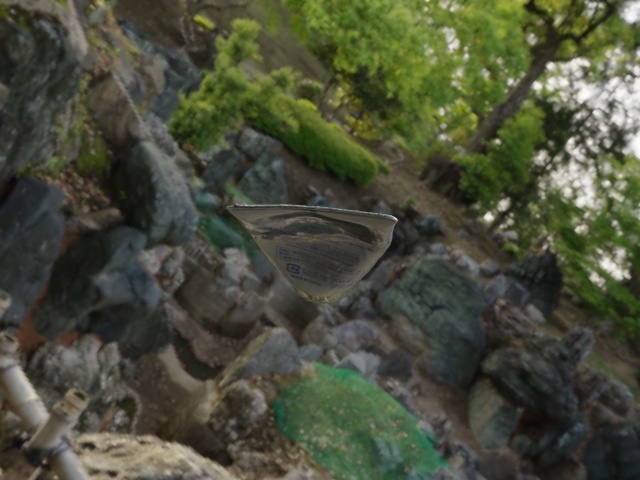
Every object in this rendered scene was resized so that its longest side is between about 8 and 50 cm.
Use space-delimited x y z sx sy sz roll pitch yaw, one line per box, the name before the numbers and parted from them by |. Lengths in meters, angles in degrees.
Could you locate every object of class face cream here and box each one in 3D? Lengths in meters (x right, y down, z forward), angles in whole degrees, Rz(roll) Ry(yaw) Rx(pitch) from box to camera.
face cream | 0.000 0.000 0.630 0.114 0.070 0.224 4 -13 4
